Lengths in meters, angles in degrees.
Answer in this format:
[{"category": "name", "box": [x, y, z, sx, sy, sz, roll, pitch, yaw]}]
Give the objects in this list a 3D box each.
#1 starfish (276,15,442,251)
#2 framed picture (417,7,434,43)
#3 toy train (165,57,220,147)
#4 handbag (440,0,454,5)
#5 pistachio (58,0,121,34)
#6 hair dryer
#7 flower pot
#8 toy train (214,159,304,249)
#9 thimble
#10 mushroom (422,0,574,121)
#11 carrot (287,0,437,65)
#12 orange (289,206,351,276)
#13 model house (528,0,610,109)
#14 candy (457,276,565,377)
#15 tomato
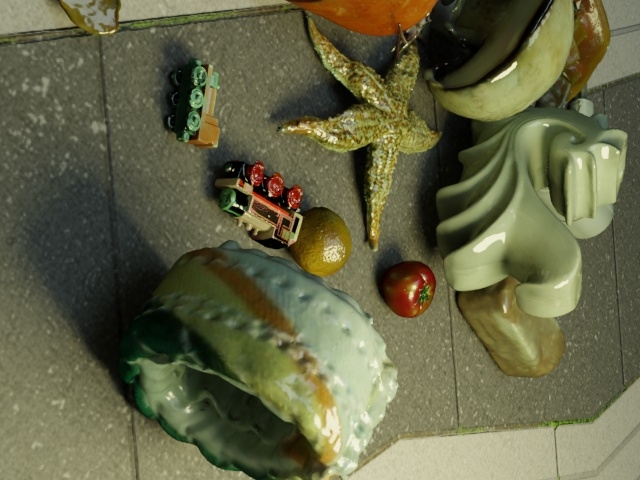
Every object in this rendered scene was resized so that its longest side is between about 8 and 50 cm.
[{"category": "starfish", "box": [0.085, -0.196, 1.376, 0.347, 0.078, 0.357, 44, 56, -35]}, {"category": "framed picture", "box": [0.151, -0.406, 1.505, 0.109, 0.011, 0.149, 29, 67, -45]}, {"category": "toy train", "box": [-0.147, -0.164, 1.123, 0.064, 0.044, 0.103, 15, 79, -51]}, {"category": "handbag", "box": [0.172, -0.557, 1.445, 0.288, 0.152, 0.342, 37, 59, -24]}, {"category": "pistachio", "box": [-0.254, -0.304, 1.002, 0.090, 0.049, 0.173, -21, 107, -24]}, {"category": "hair dryer", "box": [0.501, -0.195, 1.853, 0.173, 0.108, 0.357, 41, 49, -40]}, {"category": "flower pot", "box": [0.323, -0.062, 1.486, 0.367, 0.254, 0.164, -60, 151, -31]}, {"category": "toy train", "box": [-0.079, -0.047, 1.189, 0.138, 0.050, 0.087, 31, 68, -44]}, {"category": "thimble", "box": [-0.068, 0.139, 1.011, 0.167, 0.288, 0.254, -55, 158, -33]}, {"category": "mushroom", "box": [0.303, -0.300, 1.464, 0.164, 0.190, 0.267, 40, 68, -41]}, {"category": "carrot", "box": [0.070, -0.374, 1.263, 0.331, 0.214, 0.193, 6, 127, -53]}, {"category": "orange", "box": [0.000, 0.000, 1.253, 0.085, 0.085, 0.095, 23, 55, -46]}, {"category": "model house", "box": [0.400, -0.319, 1.664, 0.239, 0.173, 0.268, -52, 122, -38]}, {"category": "candy", "box": [0.328, 0.143, 1.606, 0.234, 0.104, 0.102, 53, 50, -33]}, {"category": "tomato", "box": [0.129, 0.072, 1.406, 0.087, 0.075, 0.087, -22, 120, -46]}]
